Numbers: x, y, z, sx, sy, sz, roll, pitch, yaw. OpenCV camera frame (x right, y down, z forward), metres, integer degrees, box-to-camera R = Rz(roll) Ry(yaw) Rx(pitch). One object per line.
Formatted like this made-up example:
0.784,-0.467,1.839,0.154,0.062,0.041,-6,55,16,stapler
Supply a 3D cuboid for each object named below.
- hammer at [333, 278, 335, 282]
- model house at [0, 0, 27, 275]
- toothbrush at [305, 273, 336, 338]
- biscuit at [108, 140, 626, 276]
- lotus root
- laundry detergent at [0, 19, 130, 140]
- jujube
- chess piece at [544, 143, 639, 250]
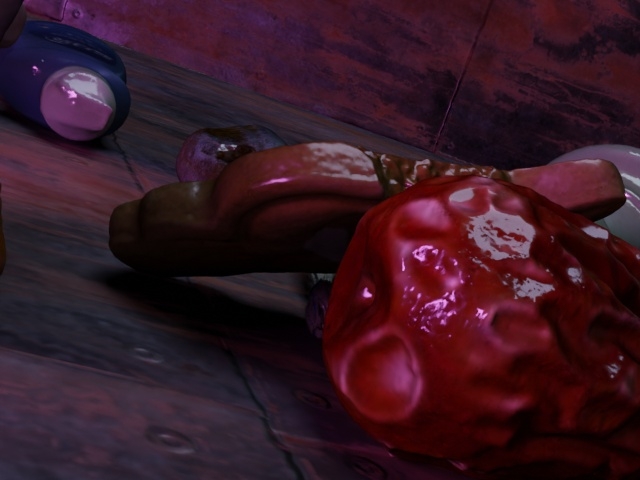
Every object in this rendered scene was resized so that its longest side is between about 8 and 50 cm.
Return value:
0.103,0.077,0.779,0.058,0.029,0.292,6,20,-47,hammer
-0.248,-0.101,0.478,0.202,0.237,0.237,17,-17,9,model house
0.000,0.005,0.819,0.026,0.028,0.294,-2,19,0,toothbrush
0.031,-0.014,0.646,0.320,0.047,0.183,-3,-13,-12,biscuit
-0.070,-0.054,0.931,0.113,0.088,0.192,0,17,-16,lotus root
-0.272,-0.172,1.110,0.143,0.094,0.290,20,10,-23,laundry detergent
0.112,0.059,0.555,0.230,0.155,0.155,22,9,-30,jujube
0.209,0.012,0.868,0.195,0.194,0.299,26,16,27,chess piece
